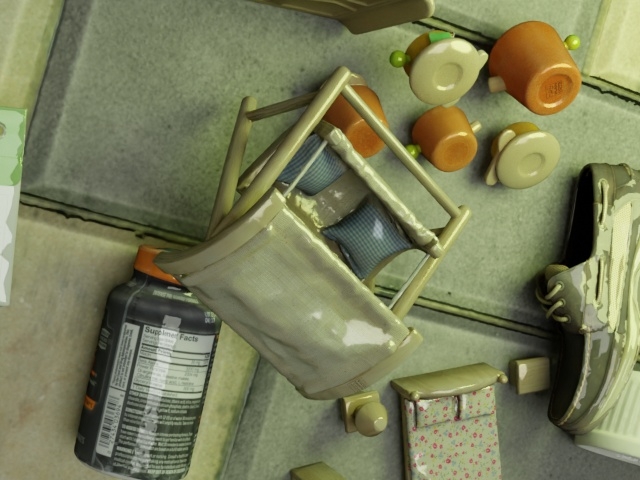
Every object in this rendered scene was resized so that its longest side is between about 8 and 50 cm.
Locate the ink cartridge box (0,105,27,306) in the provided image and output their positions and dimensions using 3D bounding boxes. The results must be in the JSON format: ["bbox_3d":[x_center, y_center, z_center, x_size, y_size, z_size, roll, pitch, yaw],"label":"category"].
[{"bbox_3d":[-0.373,-0.039,1.293,0.109,0.062,0.209,4,96,-23],"label":"ink cartridge box"}]

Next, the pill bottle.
[{"bbox_3d":[-0.182,0.131,1.364,0.130,0.130,0.246,12,93,-24],"label":"pill bottle"}]

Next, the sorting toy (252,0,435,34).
[{"bbox_3d":[0.000,-0.274,1.281,0.229,0.307,0.041,13,88,-24],"label":"sorting toy"}]

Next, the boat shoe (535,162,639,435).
[{"bbox_3d":[0.335,0.066,1.583,0.130,0.132,0.355,19,78,-10],"label":"boat shoe"}]

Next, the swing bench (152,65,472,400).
[{"bbox_3d":[0.000,0.000,1.341,0.253,0.165,0.255,44,54,-30],"label":"swing bench"}]

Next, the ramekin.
[{"bbox_3d":[0.442,0.240,1.610,0.207,0.207,0.109,20,81,-24],"label":"ramekin"}]

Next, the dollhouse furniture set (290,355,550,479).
[{"bbox_3d":[0.164,0.330,1.518,0.355,0.174,0.303,-9,102,-21],"label":"dollhouse furniture set"}]

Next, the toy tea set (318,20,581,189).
[{"bbox_3d":[0.156,-0.180,1.490,0.336,0.124,0.200,5,126,-27],"label":"toy tea set"}]
